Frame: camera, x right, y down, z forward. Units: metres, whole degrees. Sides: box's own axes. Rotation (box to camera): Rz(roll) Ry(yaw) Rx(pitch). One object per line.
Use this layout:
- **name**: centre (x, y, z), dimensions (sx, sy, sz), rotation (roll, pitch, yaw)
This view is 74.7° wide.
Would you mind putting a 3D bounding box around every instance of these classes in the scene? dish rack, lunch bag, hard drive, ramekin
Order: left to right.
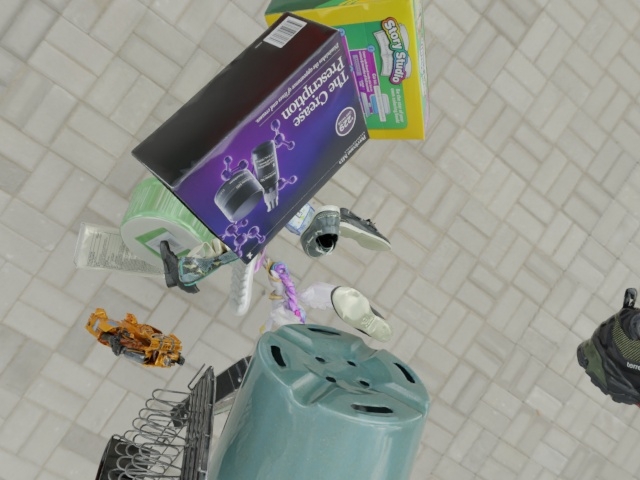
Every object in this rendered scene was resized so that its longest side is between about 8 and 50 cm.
- **dish rack**: centre (-0.210, 0.287, 0.509), dimensions (0.074, 0.208, 0.272), rotation (26, 116, -26)
- **ramekin**: centre (-0.463, -0.038, 1.307), dimensions (0.303, 0.303, 0.148), rotation (18, 49, -11)
- **hard drive**: centre (-0.214, 0.388, 1.126), dimensions (0.339, 0.236, 0.064), rotation (-40, 65, 28)
- **lunch bag**: centre (-0.097, -0.104, 1.770), dimensions (0.129, 0.096, 0.151), rotation (-62, 146, -12)

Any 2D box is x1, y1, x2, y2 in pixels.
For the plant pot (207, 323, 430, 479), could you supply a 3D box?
- **plant pot**: centre (-0.015, 0.326, 0.616), dimensions (0.340, 0.341, 0.335), rotation (15, 100, -11)

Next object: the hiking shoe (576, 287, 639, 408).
- **hiking shoe**: centre (0.363, 0.146, 0.386), dimensions (0.086, 0.227, 0.114), rotation (-6, 125, -34)

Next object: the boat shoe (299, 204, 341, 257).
- **boat shoe**: centre (0.000, 0.000, 1.418), dimensions (0.116, 0.319, 0.099), rotation (-1, 64, -14)

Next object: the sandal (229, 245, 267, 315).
- **sandal**: centre (-0.262, 0.080, 1.610), dimensions (0.102, 0.169, 0.417), rotation (14, 89, -35)

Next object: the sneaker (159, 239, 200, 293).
- **sneaker**: centre (-0.415, 0.078, 1.239), dimensions (0.089, 0.051, 0.170), rotation (-9, 89, -9)

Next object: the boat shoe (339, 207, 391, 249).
- **boat shoe**: centre (0.186, -0.047, 1.801), dimensions (0.339, 0.127, 0.113), rotation (21, 64, -33)

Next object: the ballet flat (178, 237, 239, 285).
- **ballet flat**: centre (-0.212, 0.028, 0.843), dimensions (0.070, 0.188, 0.070), rotation (7, 109, 21)

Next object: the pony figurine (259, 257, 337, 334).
- **pony figurine**: centre (-0.111, 0.276, 1.653), dimensions (0.302, 0.350, 0.364), rotation (-29, 135, -41)

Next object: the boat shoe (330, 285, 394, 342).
- **boat shoe**: centre (0.059, 0.110, 0.644), dimensions (0.137, 0.043, 0.049), rotation (40, 88, -29)

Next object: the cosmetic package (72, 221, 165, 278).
- **cosmetic package**: centre (-0.698, 0.037, 1.496), dimensions (0.296, 0.129, 0.153), rotation (14, 90, -37)

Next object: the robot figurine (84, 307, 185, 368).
- **robot figurine**: centre (-0.507, 0.272, 1.160), dimensions (0.290, 0.211, 0.085), rotation (14, 81, 32)

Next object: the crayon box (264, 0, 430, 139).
- **crayon box**: centre (0.084, -0.401, 0.982), dimensions (0.312, 0.363, 0.106), rotation (5, 59, 21)

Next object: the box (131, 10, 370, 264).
- **box**: centre (-0.070, -0.125, 0.545), dimensions (0.103, 0.184, 0.261), rotation (37, 78, 30)
